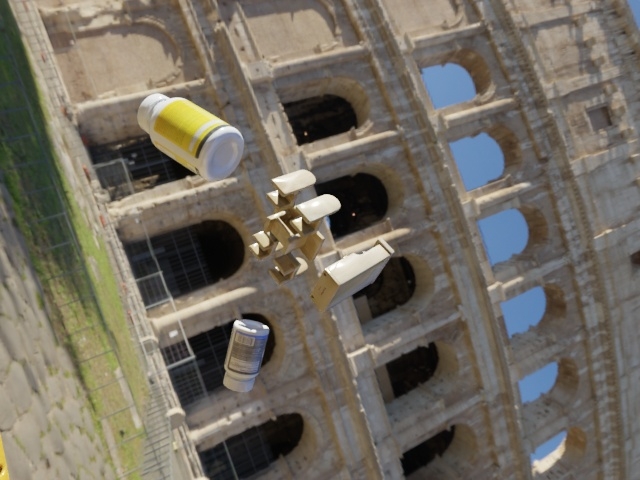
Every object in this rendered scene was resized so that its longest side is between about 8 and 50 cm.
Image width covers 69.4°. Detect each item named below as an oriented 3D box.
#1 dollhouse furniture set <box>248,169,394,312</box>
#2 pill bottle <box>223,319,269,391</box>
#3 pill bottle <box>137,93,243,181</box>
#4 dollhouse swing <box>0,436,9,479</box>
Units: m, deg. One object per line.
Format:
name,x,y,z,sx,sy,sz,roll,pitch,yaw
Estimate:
dollhouse furniture set,0.000,0.000,0.950,0.242,0.160,0.212,48,-41,20
pill bottle,-0.162,0.247,0.993,0.078,0.078,0.137,24,-79,64
pill bottle,-0.233,-0.188,0.817,0.184,0.103,0.103,33,-34,20
dollhouse swing,-0.502,0.307,0.569,0.347,0.304,0.316,34,37,-77
